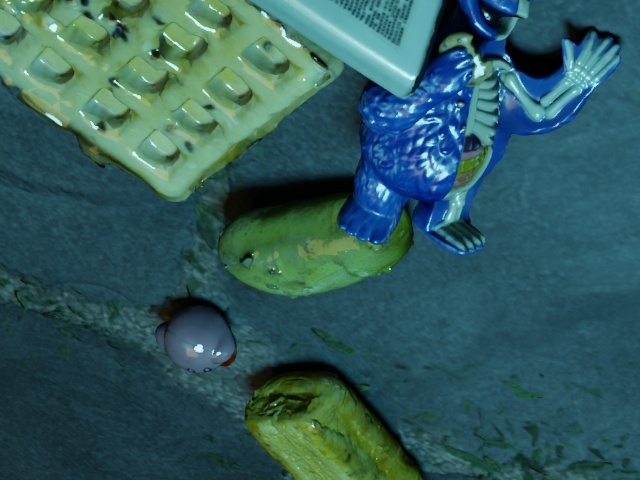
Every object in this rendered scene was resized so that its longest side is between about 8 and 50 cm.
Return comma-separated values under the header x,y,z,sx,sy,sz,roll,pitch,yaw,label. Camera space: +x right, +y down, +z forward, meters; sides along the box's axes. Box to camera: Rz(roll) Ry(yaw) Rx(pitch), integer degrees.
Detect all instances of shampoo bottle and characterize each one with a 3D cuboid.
x,y,z,sx,sy,sz,roll,pitch,yaw,label
-0.040,-0.224,1.388,0.284,0.153,0.071,20,173,-7,shampoo bottle

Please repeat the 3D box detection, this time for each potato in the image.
x,y,z,sx,sy,sz,roll,pitch,yaw,label
0.000,0.000,1.696,0.188,0.085,0.105,-14,150,31,potato

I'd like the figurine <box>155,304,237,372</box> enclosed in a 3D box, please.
x,y,z,sx,sy,sz,roll,pitch,yaw,label
-0.123,0.096,1.877,0.083,0.071,0.067,8,98,6,figurine

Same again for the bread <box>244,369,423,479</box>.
x,y,z,sx,sy,sz,roll,pitch,yaw,label
0.019,0.216,1.933,0.114,0.083,0.211,-6,133,38,bread

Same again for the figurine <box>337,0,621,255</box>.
x,y,z,sx,sy,sz,roll,pitch,yaw,label
0.103,-0.111,1.502,0.164,0.120,0.262,14,124,-31,figurine

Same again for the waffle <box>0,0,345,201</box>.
x,y,z,sx,sy,sz,roll,pitch,yaw,label
-0.177,-0.213,1.512,0.376,0.114,0.261,39,139,-18,waffle
